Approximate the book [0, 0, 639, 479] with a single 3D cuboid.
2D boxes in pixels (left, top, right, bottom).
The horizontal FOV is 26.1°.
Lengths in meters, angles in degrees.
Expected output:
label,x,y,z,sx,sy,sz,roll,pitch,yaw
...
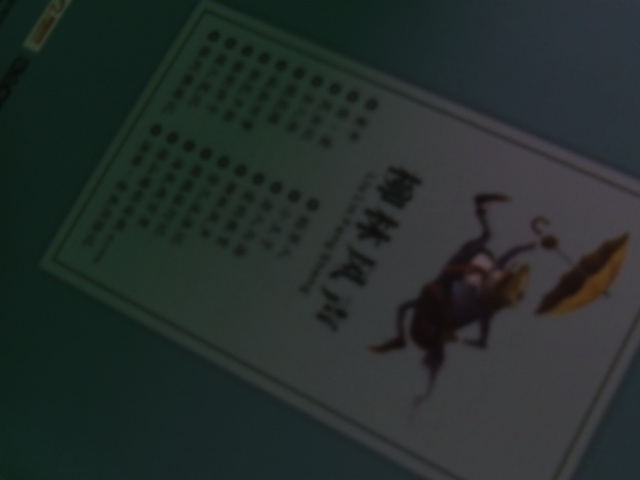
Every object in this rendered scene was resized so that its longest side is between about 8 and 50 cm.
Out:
label,x,y,z,sx,sy,sz,roll,pitch,yaw
book,0.000,0.000,0.482,0.379,0.031,0.264,28,81,22
